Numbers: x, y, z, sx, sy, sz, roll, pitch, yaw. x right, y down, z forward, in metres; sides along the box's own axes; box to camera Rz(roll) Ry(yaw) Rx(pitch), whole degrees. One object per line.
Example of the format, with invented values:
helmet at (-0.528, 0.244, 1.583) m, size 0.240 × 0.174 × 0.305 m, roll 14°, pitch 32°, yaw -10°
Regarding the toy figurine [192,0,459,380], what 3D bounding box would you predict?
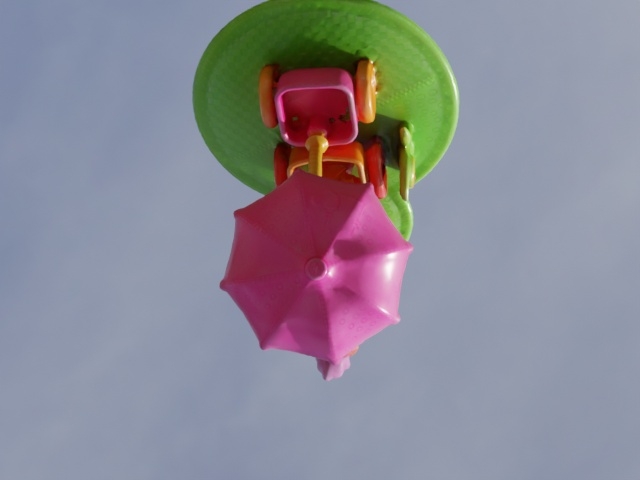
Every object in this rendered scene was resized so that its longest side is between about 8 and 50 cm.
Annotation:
toy figurine at (0.000, 0.000, 0.891) m, size 0.130 × 0.173 × 0.159 m, roll -2°, pitch -139°, yaw 6°
